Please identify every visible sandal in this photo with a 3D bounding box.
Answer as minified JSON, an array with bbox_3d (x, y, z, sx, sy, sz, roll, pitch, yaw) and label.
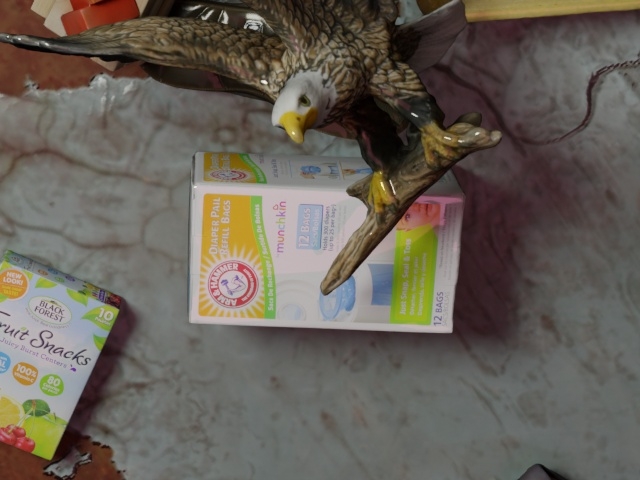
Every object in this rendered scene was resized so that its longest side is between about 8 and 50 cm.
[{"bbox_3d":[-0.032,-0.134,1.418,0.219,0.060,0.090,10,101,9],"label":"sandal"}]

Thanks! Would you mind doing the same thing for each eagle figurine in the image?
[{"bbox_3d":[-0.027,-0.131,1.250,0.298,0.225,0.226,38,84,-12],"label":"eagle figurine"}]

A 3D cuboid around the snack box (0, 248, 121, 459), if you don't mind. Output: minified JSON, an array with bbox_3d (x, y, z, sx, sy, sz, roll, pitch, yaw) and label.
[{"bbox_3d":[-0.231,0.091,1.483,0.100,0.037,0.141,23,104,-11],"label":"snack box"}]

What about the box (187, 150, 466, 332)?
[{"bbox_3d":[0.000,0.000,1.433,0.203,0.103,0.114,3,107,-4],"label":"box"}]

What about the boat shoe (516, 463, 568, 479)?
[{"bbox_3d":[0.270,0.275,1.538,0.285,0.103,0.092,28,109,-5],"label":"boat shoe"}]

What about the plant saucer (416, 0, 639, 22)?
[{"bbox_3d":[0.223,-0.336,1.353,0.333,0.081,0.332,-4,107,-2],"label":"plant saucer"}]

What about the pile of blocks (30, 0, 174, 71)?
[{"bbox_3d":[-0.078,-0.254,1.302,0.362,0.112,0.149,-34,94,20],"label":"pile of blocks"}]
